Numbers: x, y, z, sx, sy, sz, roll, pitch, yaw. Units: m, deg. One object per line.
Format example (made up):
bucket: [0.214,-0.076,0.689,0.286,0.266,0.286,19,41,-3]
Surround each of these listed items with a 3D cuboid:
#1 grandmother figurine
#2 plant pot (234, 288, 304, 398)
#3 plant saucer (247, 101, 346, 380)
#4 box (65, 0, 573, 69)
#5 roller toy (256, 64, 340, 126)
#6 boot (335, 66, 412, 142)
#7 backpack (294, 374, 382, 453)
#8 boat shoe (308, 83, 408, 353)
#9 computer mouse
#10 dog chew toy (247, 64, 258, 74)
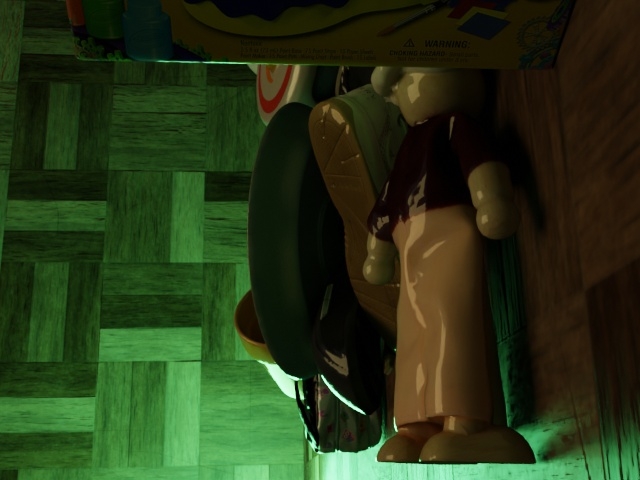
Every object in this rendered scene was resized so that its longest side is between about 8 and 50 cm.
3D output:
grandmother figurine: [0.089,-0.010,0.628,0.208,0.104,0.343,-22,62,55]
plant pot: [-0.041,0.194,1.602,0.205,0.205,0.188,-97,-7,-54]
plant saucer: [0.000,0.000,0.963,0.317,0.043,0.318,-2,-90,-71]
box: [0.003,-0.258,0.457,0.279,0.289,0.177,95,173,-48]
roller toy: [-0.003,-0.229,1.101,0.191,0.146,0.209,127,144,-51]
boot: [0.070,-0.143,0.879,0.179,0.085,0.236,-100,9,-48]
backpack: [0.027,0.203,1.169,0.152,0.115,0.182,74,-168,-65]
boat shoe: [0.077,-0.013,0.784,0.098,0.096,0.277,21,134,52]
computer mouse: [0.039,0.104,0.920,0.262,0.060,0.184,-87,-22,-48]
dog chew toy: [-0.022,-0.418,1.336,0.206,0.206,0.332,-109,28,-75]
